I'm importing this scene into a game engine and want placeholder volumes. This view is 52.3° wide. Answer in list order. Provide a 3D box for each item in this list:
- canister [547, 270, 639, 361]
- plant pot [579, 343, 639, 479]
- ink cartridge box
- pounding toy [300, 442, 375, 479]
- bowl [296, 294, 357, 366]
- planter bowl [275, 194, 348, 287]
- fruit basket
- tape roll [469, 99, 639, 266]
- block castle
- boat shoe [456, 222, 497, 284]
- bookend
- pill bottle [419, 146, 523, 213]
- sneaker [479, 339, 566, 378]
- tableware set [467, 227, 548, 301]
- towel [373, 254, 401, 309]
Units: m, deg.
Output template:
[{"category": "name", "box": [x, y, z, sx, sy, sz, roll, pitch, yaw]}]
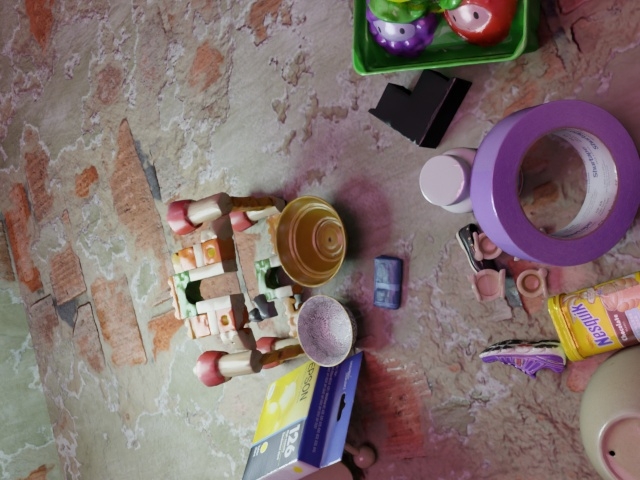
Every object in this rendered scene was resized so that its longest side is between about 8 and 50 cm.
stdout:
[{"category": "canister", "box": [0.513, 0.135, 1.163, 0.170, 0.073, 0.126, -26, 78, 36]}, {"category": "plant pot", "box": [0.553, 0.322, 1.070, 0.284, 0.191, 0.284, 4, 96, 38]}, {"category": "ink cartridge box", "box": [-0.046, 0.417, 1.527, 0.072, 0.303, 0.307, 37, 128, -17]}, {"category": "pounding toy", "box": [0.002, 0.539, 1.584, 0.183, 0.110, 0.237, 33, 110, -16]}, {"category": "bowl", "box": [0.031, 0.209, 1.559, 0.170, 0.080, 0.170, 5, 97, 39]}, {"category": "planter bowl", "box": [0.000, 0.000, 1.559, 0.217, 0.090, 0.217, 4, 96, 40]}, {"category": "fruit basket", "box": [0.195, -0.459, 1.183, 0.392, 0.392, 0.282, 5, 97, 39]}, {"category": "tape roll", "box": [0.399, -0.096, 1.109, 0.090, 0.275, 0.274, -157, 66, -79]}, {"category": "block castle", "box": [-0.208, 0.112, 1.607, 0.213, 0.303, 0.453, -15, 85, 33]}, {"category": "boat shoe", "box": [0.324, 0.027, 1.322, 0.042, 0.049, 0.133, -45, 62, 42]}, {"category": "bookend", "box": [0.206, -0.300, 1.374, 0.157, 0.072, 0.156, 40, 117, 30]}, {"category": "pill bottle", "box": [0.284, -0.114, 1.230, 0.124, 0.221, 0.124, 4, 96, 39]}, {"category": "sneaker", "box": [0.393, 0.236, 1.276, 0.170, 0.068, 0.071, -6, 96, 39]}, {"category": "tableware set", "box": [0.371, 0.048, 1.272, 0.169, 0.020, 0.141, -4, 94, 17]}, {"category": "towel", "box": [0.152, 0.096, 1.482, 0.067, 0.029, 0.119, 8, 99, 38]}]
